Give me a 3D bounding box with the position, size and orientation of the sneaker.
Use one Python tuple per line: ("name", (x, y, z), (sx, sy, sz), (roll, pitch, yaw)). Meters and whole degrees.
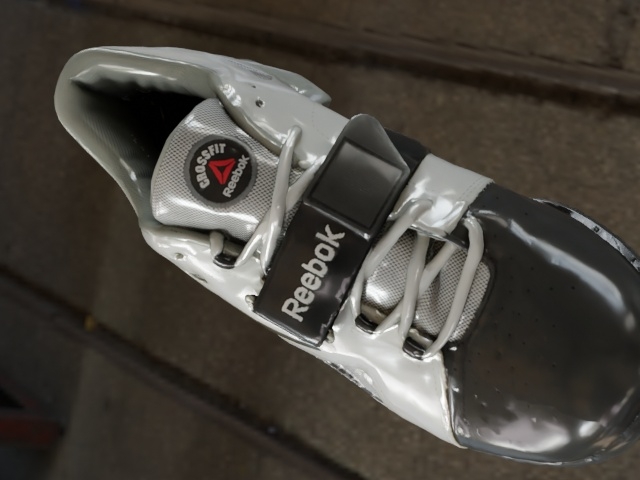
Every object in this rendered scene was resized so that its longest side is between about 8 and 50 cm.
("sneaker", (0.000, 0.000, 0.746), (0.330, 0.146, 0.122), (29, 99, 38))
